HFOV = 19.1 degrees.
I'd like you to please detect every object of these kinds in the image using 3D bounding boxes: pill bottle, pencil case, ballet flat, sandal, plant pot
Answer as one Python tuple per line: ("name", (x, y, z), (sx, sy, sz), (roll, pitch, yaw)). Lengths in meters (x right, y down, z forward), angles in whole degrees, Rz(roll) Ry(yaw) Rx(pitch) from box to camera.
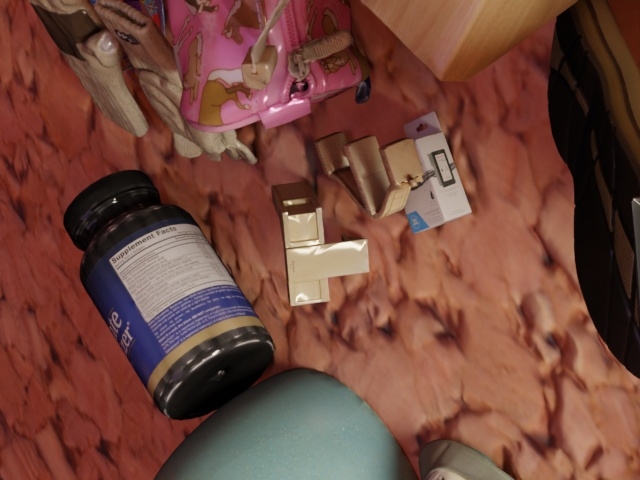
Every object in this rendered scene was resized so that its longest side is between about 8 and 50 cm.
("pill bottle", (-0.145, 0.045, 1.755), (0.219, 0.122, 0.123), (55, 144, 24))
("pencil case", (-0.059, -0.280, 1.439), (0.167, 0.160, 0.386), (0, 106, 31))
("ballet flat", (0.128, 0.213, 1.484), (0.213, 0.068, 0.072), (25, 125, 49))
("sandal", (0.205, -0.047, 1.179), (0.120, 0.086, 0.303), (103, 165, -48))
("plant pot", (-0.058, 0.279, 1.675), (0.290, 0.195, 0.290), (31, 129, 46))

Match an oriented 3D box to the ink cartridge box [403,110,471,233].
("ink cartridge box", (0.079, -0.052, 1.462), (0.048, 0.028, 0.083), (-24, 85, 57))

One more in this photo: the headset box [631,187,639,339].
("headset box", (0.259, 0.024, 1.017), (0.110, 0.293, 0.218), (3, 113, 24))

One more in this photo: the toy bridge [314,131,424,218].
("toy bridge", (0.040, -0.049, 1.473), (0.188, 0.026, 0.063), (-163, 53, -72))

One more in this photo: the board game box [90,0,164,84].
("board game box", (-0.205, -0.226, 1.792), (0.169, 0.033, 0.133), (47, 140, 32))

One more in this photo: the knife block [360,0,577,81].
("knife block", (0.136, -0.252, 1.099), (0.088, 0.275, 0.242), (49, 170, 32))

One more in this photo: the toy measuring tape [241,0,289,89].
("toy measuring tape", (0.064, -0.215, 1.295), (0.121, 0.121, 0.330), (52, 126, 28))

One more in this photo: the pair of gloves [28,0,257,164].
("pair of gloves", (-0.168, -0.158, 1.688), (0.240, 0.042, 0.204), (27, 156, 46))

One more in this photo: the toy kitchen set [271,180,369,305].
("toy kitchen set", (0.000, 0.000, 1.600), (0.075, 0.068, 0.083), (-114, 19, -68))
